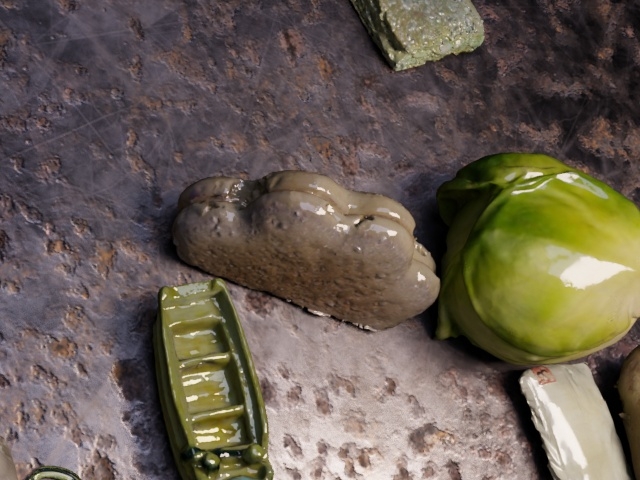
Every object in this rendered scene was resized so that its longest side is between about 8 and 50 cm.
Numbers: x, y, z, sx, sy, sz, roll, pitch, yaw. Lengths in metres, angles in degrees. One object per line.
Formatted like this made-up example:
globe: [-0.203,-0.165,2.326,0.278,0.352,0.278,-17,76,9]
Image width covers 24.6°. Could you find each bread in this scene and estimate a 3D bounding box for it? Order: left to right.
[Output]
bread: [0.000,-0.003,1.735,0.337,0.183,0.102,18,53,-19]
bread: [0.118,-0.309,1.998,0.232,0.064,0.172,26,57,-12]

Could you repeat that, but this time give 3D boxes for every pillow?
pillow: [0.329,0.264,1.850,0.128,0.051,0.229,-8,73,-38]

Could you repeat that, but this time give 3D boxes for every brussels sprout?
brussels sprout: [0.268,0.026,1.834,0.294,0.227,0.259,20,65,11]

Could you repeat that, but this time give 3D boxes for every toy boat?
toy boat: [-0.122,0.183,1.650,0.111,0.084,0.276,-7,68,-26]

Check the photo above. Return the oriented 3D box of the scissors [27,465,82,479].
scissors: [-0.222,0.305,1.579,0.187,0.020,0.133,3,62,-24]

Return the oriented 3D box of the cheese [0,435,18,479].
cheese: [-0.388,0.258,1.433,0.198,0.189,0.154,2,99,-24]

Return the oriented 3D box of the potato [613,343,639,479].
potato: [0.460,0.249,1.858,0.165,0.165,0.262,0,77,-26]
